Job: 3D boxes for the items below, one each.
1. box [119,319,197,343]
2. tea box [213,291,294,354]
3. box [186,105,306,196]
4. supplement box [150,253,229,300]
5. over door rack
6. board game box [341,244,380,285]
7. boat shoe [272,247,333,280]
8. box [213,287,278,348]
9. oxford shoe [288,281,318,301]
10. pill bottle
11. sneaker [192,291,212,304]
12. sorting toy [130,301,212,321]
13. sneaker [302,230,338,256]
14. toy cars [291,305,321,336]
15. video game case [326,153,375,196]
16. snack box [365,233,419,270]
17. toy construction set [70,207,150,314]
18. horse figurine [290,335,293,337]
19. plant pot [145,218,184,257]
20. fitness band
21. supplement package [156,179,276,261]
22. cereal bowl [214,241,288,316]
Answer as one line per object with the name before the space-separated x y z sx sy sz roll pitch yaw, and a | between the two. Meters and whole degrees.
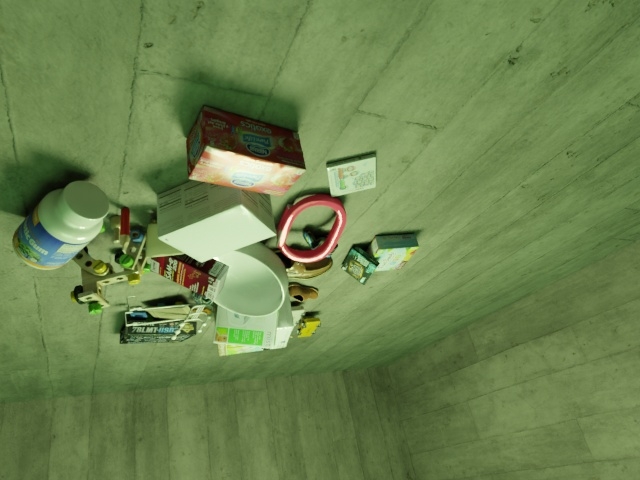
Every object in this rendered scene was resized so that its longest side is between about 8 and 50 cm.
box | -0.755 0.426 2.057 0.296 0.073 0.293 6 160 -29
tea box | -0.307 0.353 1.987 0.324 0.219 0.329 -4 152 -12
box | -0.179 -0.206 1.074 0.257 0.122 0.128 8 148 -34
supplement box | -0.430 0.090 1.453 0.240 0.073 0.130 26 136 0
over door rack | -0.617 0.319 1.785 0.325 0.108 0.239 9 151 -23
board game box | 0.161 0.104 1.822 0.026 0.126 0.186 -48 171 -30
boat shoe | -0.098 0.087 1.680 0.308 0.110 0.104 -7 154 -10
box | -0.276 0.273 1.727 0.231 0.261 0.127 7 174 -1
oxford shoe | -0.079 0.252 2.046 0.076 0.075 0.212 -30 150 28
pill bottle | -0.671 -0.042 1.158 0.272 0.152 0.152 -31 147 32
sneaker | -0.487 0.235 1.839 0.080 0.081 0.211 -3 153 -20
sorting toy | -0.641 0.307 1.937 0.348 0.047 0.196 -4 154 2
sneaker | 0.000 0.000 1.624 0.078 0.067 0.188 -44 142 12
toy cars | -0.110 0.409 2.331 0.177 0.087 0.393 -24 148 11
video game case | 0.094 -0.192 1.327 0.143 0.019 0.157 -13 153 1
snack box | 0.279 0.053 1.813 0.175 0.070 0.207 -3 151 -15
toy construction set | -0.618 0.080 1.319 0.258 0.237 0.309 4 148 -29
horse figurine | -0.291 0.584 2.606 0.263 0.066 0.175 -30 154 27
plant pot | -0.466 -0.015 1.330 0.109 0.096 0.109 -5 -163 -12
fitness band | -0.032 -0.037 1.476 0.209 0.054 0.290 6 133 -22
supplement package | -0.292 -0.071 1.265 0.262 0.145 0.204 -19 152 14
cereal bowl | -0.262 0.107 1.551 0.339 0.141 0.338 12 133 13
